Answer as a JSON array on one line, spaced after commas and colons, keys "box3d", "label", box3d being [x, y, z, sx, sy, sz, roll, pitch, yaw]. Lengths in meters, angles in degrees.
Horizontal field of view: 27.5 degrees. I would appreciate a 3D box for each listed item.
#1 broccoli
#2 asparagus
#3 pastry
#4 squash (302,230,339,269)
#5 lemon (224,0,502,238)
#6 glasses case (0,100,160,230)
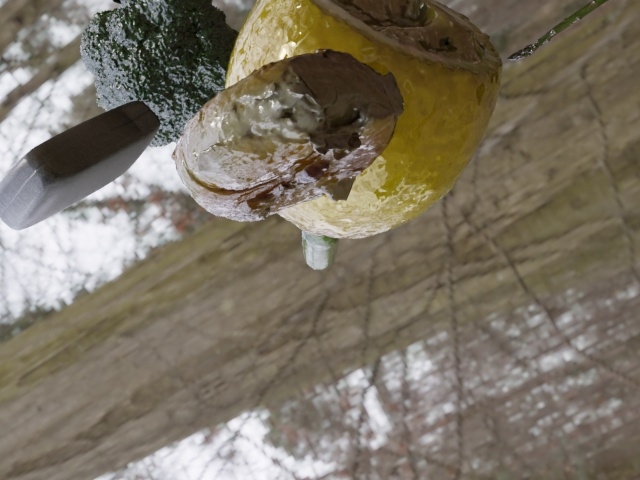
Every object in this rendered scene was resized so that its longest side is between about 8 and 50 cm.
[{"box3d": [-0.255, -0.316, 2.219, 0.283, 0.321, 0.304, -65, -41, -56], "label": "broccoli"}, {"box3d": [0.305, -0.268, 1.634, 0.016, 0.162, 0.016, 48, -162, -23], "label": "asparagus"}, {"box3d": [-0.035, -0.100, 1.391, 0.257, 0.235, 0.121, -10, -111, -47], "label": "pastry"}, {"box3d": [0.000, 0.000, 2.128, 0.229, 0.066, 0.066, 94, 151, -76], "label": "squash"}, {"box3d": [0.036, -0.166, 1.685, 0.364, 0.364, 0.364, 37, -145, -33], "label": "lemon"}, {"box3d": [-0.360, -0.116, 1.952, 0.074, 0.131, 0.323, 47, -149, 2], "label": "glasses case"}]
